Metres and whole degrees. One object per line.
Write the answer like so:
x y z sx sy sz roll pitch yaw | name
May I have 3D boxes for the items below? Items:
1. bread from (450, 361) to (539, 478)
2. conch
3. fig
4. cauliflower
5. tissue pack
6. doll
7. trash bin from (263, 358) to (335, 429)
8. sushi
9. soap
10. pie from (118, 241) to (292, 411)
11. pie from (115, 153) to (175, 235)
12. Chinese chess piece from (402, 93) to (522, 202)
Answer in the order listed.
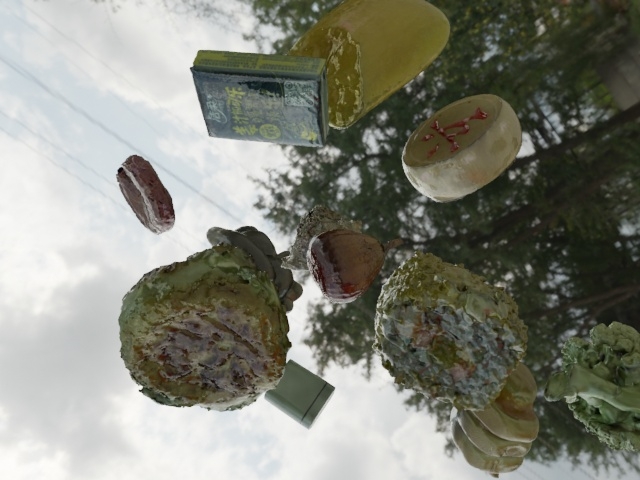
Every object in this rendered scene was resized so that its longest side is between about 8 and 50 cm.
0.513 0.511 1.947 0.210 0.341 0.301 5 -135 -6 | bread
0.000 0.000 1.656 0.163 0.245 0.178 58 -160 2 | conch
0.045 0.034 1.019 0.153 0.119 0.119 -15 -109 -47 | fig
0.660 0.315 1.465 0.281 0.260 0.327 42 167 -36 | cauliflower
-0.115 -0.280 1.294 0.185 0.257 0.081 85 -166 -52 | tissue pack
-0.241 0.045 2.154 0.382 0.252 0.379 35 154 33 | doll
-0.048 0.358 1.517 0.130 0.059 0.116 31 -123 13 | trash bin
0.338 0.230 1.726 0.396 0.351 0.240 26 -152 -3 | sushi
0.109 -0.455 1.524 0.306 0.427 0.115 32 155 30 | soap
-0.195 0.174 1.136 0.103 0.288 0.355 -89 -5 -61 | pie
-0.425 -0.109 1.571 0.054 0.219 0.204 -33 -98 -29 | pie
0.288 -0.191 1.326 0.103 0.249 0.250 51 -153 -25 | Chinese chess piece
